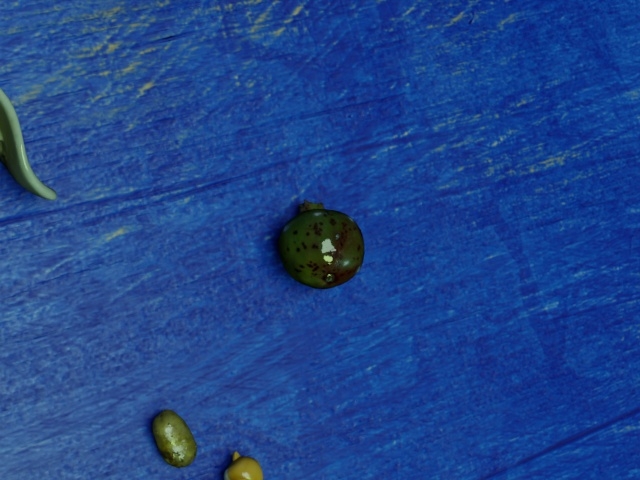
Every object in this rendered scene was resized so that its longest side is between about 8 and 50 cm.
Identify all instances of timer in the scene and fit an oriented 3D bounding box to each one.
[{"bbox_3d":[-0.110,0.360,1.838,0.132,0.132,0.152,25,50,-22],"label":"timer"}]

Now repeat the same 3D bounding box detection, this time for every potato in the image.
[{"bbox_3d":[-0.197,0.268,1.831,0.051,0.040,0.083,-31,100,-38],"label":"potato"}]

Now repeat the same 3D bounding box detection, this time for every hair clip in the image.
[{"bbox_3d":[-0.437,-0.154,1.695,0.113,0.172,0.282,-28,107,-18],"label":"hair clip"}]

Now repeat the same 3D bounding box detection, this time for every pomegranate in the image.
[{"bbox_3d":[0.003,0.004,1.914,0.130,0.130,0.130,3,84,-26],"label":"pomegranate"}]
